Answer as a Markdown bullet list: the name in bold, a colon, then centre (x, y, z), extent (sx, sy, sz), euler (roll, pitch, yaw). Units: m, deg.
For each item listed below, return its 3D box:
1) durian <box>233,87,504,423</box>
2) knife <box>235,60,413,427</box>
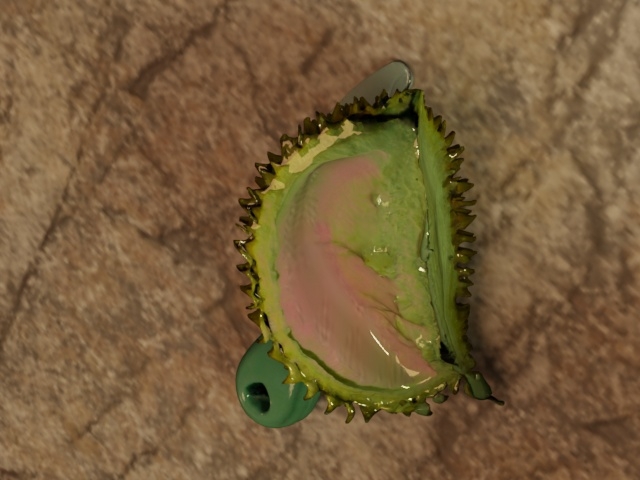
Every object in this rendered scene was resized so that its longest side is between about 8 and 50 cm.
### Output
- **durian**: centre (0.025, 0.006, 1.095), extent (0.137, 0.095, 0.221), euler (-8, 119, 10)
- **knife**: centre (-0.001, 0.000, 1.171), extent (0.063, 0.034, 0.260), euler (34, 120, 32)
